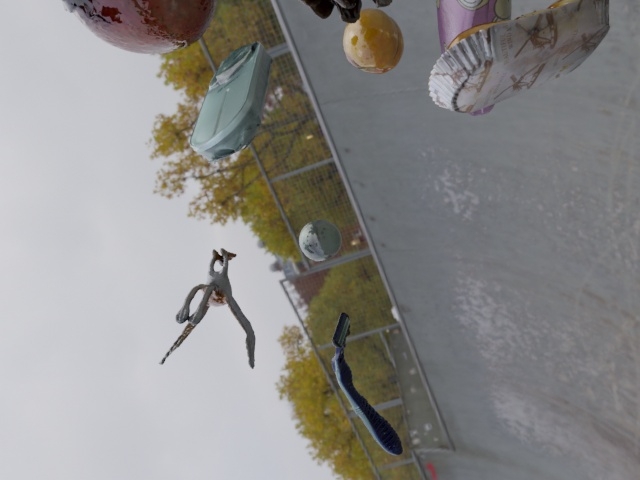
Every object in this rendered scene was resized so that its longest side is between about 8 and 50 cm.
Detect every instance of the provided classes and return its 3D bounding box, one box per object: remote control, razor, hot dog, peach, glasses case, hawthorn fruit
[{"bbox_3d":[-0.118,-0.194,0.814,0.052,0.104,0.247,44,-149,-32],"label":"remote control"},{"bbox_3d":[0.038,0.139,0.542,0.154,0.028,0.044,65,-157,-22],"label":"razor"},{"bbox_3d":[0.189,-0.180,0.568,0.059,0.191,0.108,63,162,20],"label":"hot dog"},{"bbox_3d":[0.111,-0.429,1.275,0.138,0.138,0.138,-18,-90,-81],"label":"peach"},{"bbox_3d":[0.184,-0.264,0.722,0.316,0.076,0.123,50,-153,-69],"label":"glasses case"},{"bbox_3d":[-0.350,-0.506,1.143,0.316,0.316,0.315,-18,-90,-81],"label":"hawthorn fruit"}]

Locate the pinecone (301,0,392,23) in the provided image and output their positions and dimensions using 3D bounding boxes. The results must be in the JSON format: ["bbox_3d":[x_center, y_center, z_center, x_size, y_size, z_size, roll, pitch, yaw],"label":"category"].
[{"bbox_3d":[0.061,-0.490,0.952,0.244,0.309,0.244,10,-104,-42],"label":"pinecone"}]

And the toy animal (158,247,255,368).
[{"bbox_3d":[-0.264,0.128,1.379,0.284,0.225,0.302,90,-177,-53],"label":"toy animal"}]

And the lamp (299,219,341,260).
[{"bbox_3d":[0.000,0.000,1.455,0.105,0.105,0.105,-18,-90,-81],"label":"lamp"}]
